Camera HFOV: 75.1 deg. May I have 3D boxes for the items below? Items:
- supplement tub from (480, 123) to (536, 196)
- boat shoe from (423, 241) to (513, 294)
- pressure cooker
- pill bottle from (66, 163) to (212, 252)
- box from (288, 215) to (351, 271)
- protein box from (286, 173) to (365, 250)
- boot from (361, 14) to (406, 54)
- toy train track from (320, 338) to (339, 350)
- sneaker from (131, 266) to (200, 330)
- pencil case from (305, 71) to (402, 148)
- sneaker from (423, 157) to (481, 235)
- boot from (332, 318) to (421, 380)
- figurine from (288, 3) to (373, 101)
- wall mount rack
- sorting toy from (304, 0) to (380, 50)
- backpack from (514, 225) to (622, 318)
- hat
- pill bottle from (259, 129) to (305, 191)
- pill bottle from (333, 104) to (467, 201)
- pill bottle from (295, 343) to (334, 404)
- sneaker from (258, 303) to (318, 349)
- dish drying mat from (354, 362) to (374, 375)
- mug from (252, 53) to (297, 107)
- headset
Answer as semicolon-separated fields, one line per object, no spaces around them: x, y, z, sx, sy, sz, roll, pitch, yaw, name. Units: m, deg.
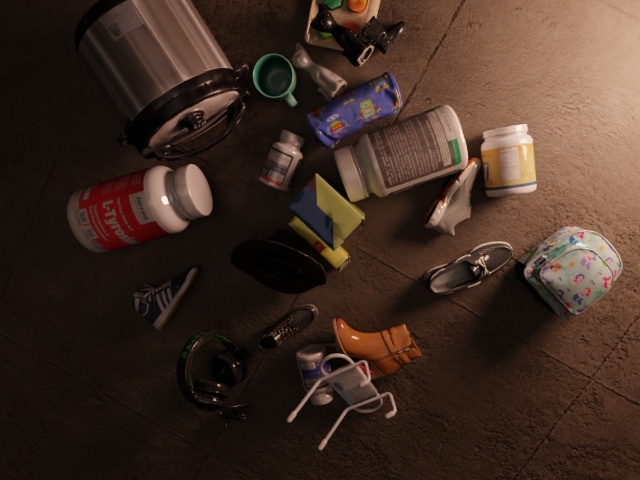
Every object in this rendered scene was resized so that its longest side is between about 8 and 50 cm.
0.566;-0.239;1.258;0.145;0.144;0.199;-8;98;8;supplement tub
0.486;0.097;1.348;0.303;0.091;0.114;-29;95;10;boat shoe
-0.440;-0.452;1.216;0.370;0.375;0.420;-27;99;39;pressure cooker
-0.580;-0.112;1.370;0.408;0.229;0.228;-15;97;9;pill bottle
0.000;0.000;1.393;0.232;0.087;0.058;44;101;-3;box
0.024;-0.095;1.315;0.200;0.201;0.136;43;101;-1;protein box
0.191;-0.645;1.273;0.099;0.045;0.121;36;98;-15;boot
0.043;0.370;1.486;0.083;0.014;0.048;-3;106;13;toy train track
-0.559;0.176;1.481;0.153;0.099;0.282;37;104;-2;sneaker
0.105;-0.398;1.298;0.306;0.119;0.133;-26;108;10;pencil case
0.442;-0.134;1.324;0.121;0.099;0.262;28;109;-6;sneaker
0.188;0.338;1.405;0.220;0.109;0.283;-31;100;17;boot
0.019;-0.575;1.285;0.209;0.092;0.215;42;117;4;figurine
0.069;0.544;1.388;0.304;0.130;0.350;-28;121;12;wall mount rack
0.067;-0.696;1.296;0.208;0.038;0.192;14;100;4;sorting toy
0.768;0.086;1.273;0.253;0.191;0.225;-41;92;6;backpack
-0.126;0.046;1.371;0.332;0.331;0.133;14;59;4;hat
-0.119;-0.260;1.354;0.108;0.108;0.180;25;101;2;pill bottle
0.237;-0.253;1.264;0.361;0.204;0.204;-19;97;9;pill bottle
-0.014;0.469;1.458;0.112;0.112;0.186;-12;98;8;pill bottle
-0.107;0.306;1.438;0.222;0.118;0.083;-34;94;11;sneaker
0.138;0.437;1.406;0.083;0.008;0.032;30;122;-11;dish drying mat
-0.139;-0.498;1.322;0.130;0.097;0.157;-2;100;7;mug
-0.370;0.495;1.461;0.185;0.243;0.394;-9;118;33;headset
